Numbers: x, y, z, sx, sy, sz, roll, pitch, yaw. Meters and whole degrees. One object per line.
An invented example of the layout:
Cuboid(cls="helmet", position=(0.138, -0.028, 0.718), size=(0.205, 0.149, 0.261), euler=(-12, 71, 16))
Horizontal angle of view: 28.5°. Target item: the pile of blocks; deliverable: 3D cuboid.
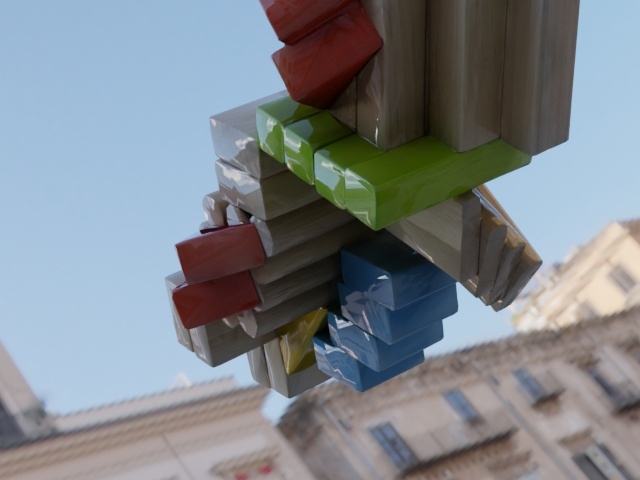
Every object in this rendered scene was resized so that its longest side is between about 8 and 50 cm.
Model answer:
Cuboid(cls="pile of blocks", position=(0.000, 0.000, 0.576), size=(0.112, 0.149, 0.362), euler=(-23, -26, -27))
